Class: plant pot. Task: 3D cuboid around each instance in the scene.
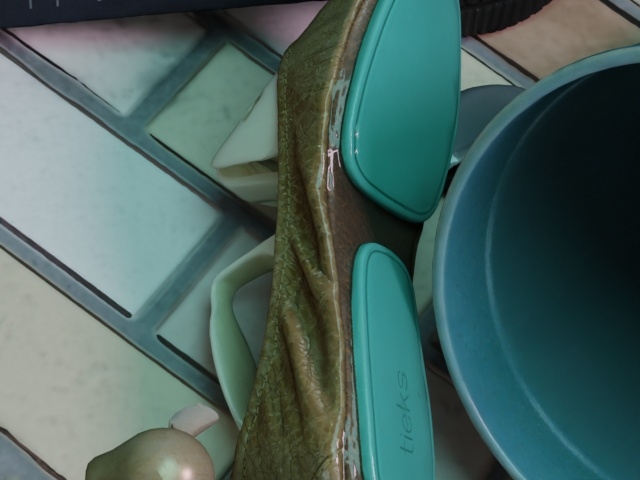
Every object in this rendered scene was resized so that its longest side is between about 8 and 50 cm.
[{"bbox_3d":[0.236,-0.001,1.015,0.271,0.272,0.255,43,36,10],"label":"plant pot"}]

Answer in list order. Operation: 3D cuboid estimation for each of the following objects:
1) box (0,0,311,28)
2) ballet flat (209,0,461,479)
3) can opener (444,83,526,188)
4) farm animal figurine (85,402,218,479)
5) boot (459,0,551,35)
[{"bbox_3d":[-0.111,-0.299,1.080,0.395,0.212,0.294,-6,62,-9],"label":"box"},{"bbox_3d":[0.000,0.000,1.028,0.116,0.124,0.342,33,54,-52],"label":"ballet flat"},{"bbox_3d":[0.174,-0.094,1.168,0.283,0.076,0.095,-31,73,-32],"label":"can opener"},{"bbox_3d":[-0.144,0.151,0.859,0.330,0.172,0.327,-29,72,-30],"label":"farm animal figurine"},{"bbox_3d":[0.105,-0.209,1.231,0.198,0.077,0.137,-23,54,-26],"label":"boot"}]
